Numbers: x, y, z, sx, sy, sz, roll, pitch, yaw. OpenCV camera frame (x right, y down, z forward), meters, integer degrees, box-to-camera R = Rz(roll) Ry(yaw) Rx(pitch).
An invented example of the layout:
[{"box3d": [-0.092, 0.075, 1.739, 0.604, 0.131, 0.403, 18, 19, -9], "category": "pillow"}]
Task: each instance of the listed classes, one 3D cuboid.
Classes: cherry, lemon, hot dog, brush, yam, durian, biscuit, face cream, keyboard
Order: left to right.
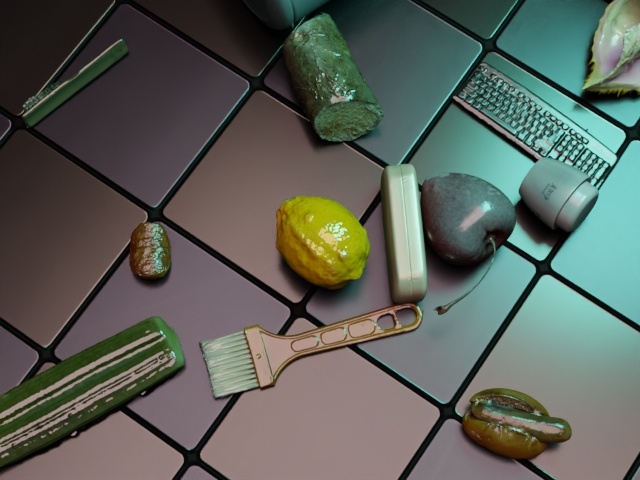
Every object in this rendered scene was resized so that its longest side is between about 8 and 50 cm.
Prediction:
[{"box3d": [-0.365, -0.235, 1.921, 0.190, 0.034, 0.027, -40, 60, -11], "category": "brush"}, {"box3d": [-0.336, 0.209, 1.773, 0.322, 0.038, 0.099, -28, 71, -9], "category": "biscuit"}, {"box3d": [-0.241, 0.016, 1.836, 0.058, 0.035, 0.083, -3, 72, -1], "category": "hot dog"}, {"box3d": [-0.007, 0.139, 1.810, 0.314, 0.017, 0.090, -15, 75, -6], "category": "brush"}, {"box3d": [0.000, 0.000, 1.804, 0.155, 0.114, 0.114, 42, 76, 18], "category": "lemon"}, {"box3d": [0.008, -0.238, 1.891, 0.107, 0.107, 0.183, -22, 71, -7], "category": "yam"}, {"box3d": [0.178, -0.013, 1.811, 0.188, 0.115, 0.148, -40, 96, -7], "category": "cherry"}, {"box3d": [0.262, 0.248, 1.752, 0.140, 0.060, 0.090, 25, 78, 4], "category": "hot dog"}, {"box3d": [0.316, -0.167, 1.911, 0.250, 0.017, 0.087, 38, 77, 12], "category": "keyboard"}, {"box3d": [0.335, -0.065, 1.840, 0.095, 0.091, 0.091, 37, 75, 19], "category": "face cream"}, {"box3d": [0.473, -0.291, 1.881, 0.165, 0.182, 0.132, 18, 27, 17], "category": "durian"}]

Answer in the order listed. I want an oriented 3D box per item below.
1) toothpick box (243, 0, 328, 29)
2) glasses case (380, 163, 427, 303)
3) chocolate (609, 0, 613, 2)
[{"box3d": [0.018, -0.493, 1.904, 0.354, 0.263, 0.263, -33, 75, -8], "category": "toothpick box"}, {"box3d": [0.116, -0.010, 1.823, 0.050, 0.083, 0.196, -4, 73, -1], "category": "glasses case"}, {"box3d": [0.541, -0.531, 1.900, 0.326, 0.314, 0.297, 6, 43, 41], "category": "chocolate"}]
